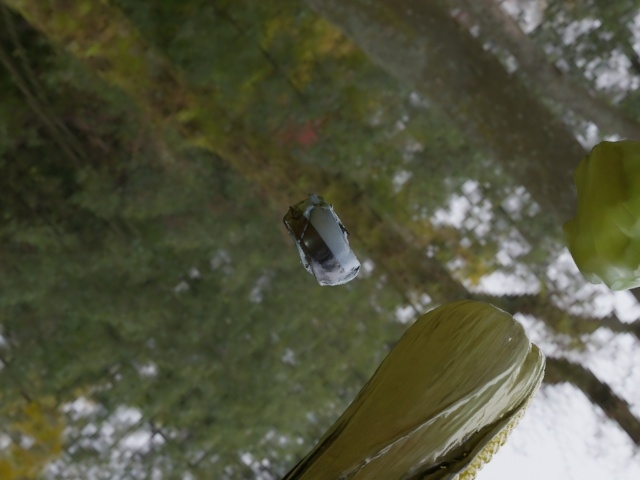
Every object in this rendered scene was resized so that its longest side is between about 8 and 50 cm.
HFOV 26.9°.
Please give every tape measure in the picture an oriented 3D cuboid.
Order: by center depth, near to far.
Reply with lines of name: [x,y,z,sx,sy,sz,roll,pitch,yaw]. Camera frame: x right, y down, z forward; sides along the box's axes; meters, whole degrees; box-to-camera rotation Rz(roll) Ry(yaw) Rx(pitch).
tape measure: [0.000,0.001,1.276,0.054,0.091,0.094,-29,-178,-2]

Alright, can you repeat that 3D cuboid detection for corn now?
corn: [0.055,0.171,1.051,0.305,0.123,0.122,-47,158,-25]

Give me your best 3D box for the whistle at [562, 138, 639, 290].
whistle: [0.157,-0.023,0.337,0.198,0.057,0.104,-5,180,-11]
